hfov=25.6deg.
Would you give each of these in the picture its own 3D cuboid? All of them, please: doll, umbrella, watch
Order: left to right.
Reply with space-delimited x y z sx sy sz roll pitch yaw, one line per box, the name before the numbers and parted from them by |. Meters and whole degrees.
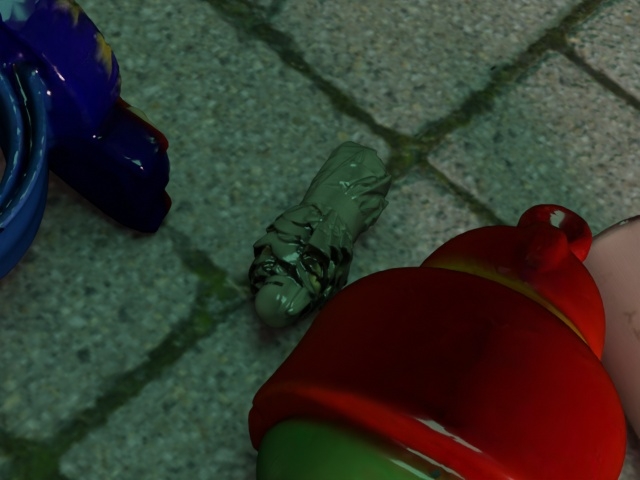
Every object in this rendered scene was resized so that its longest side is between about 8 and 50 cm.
watch | -0.209 -0.052 0.760 0.196 0.171 0.200 39 68 12
umbrella | 0.000 0.000 0.830 0.062 0.067 0.143 48 44 -16
doll | 0.058 0.104 0.706 0.182 0.160 0.363 25 51 12

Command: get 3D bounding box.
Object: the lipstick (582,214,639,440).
lipstick | 0.241 0.137 0.780 0.087 0.087 0.327 -12 58 -23
